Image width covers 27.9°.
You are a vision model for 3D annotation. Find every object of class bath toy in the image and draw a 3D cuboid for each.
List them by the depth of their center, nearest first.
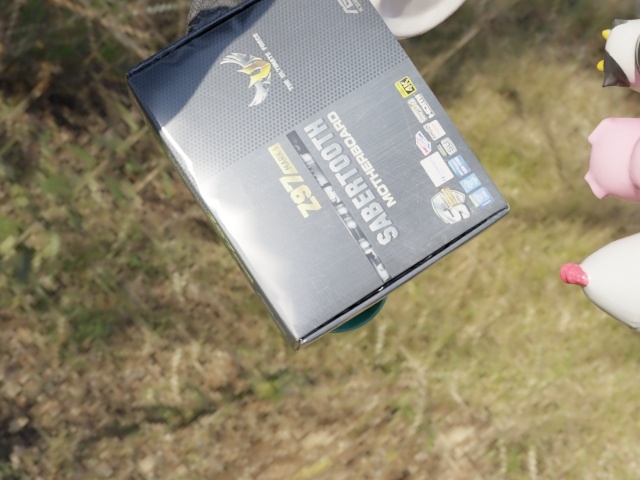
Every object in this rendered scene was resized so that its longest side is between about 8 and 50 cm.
[{"bbox_3d":[0.291,-0.089,1.145,0.129,0.348,0.151,6,3,8],"label":"bath toy"}]

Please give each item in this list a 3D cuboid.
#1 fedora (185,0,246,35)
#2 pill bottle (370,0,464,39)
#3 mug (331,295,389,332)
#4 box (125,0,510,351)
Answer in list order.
[{"bbox_3d":[-0.068,-0.270,1.625,0.152,0.334,0.334,26,27,-41],"label":"fedora"},{"bbox_3d":[0.036,-0.300,1.152,0.229,0.131,0.131,55,18,26],"label":"pill bottle"},{"bbox_3d":[0.009,0.001,1.263,0.158,0.129,0.097,62,25,-14],"label":"mug"},{"bbox_3d":[-0.004,-0.064,0.931,0.233,0.183,0.059,57,-10,7],"label":"box"}]
